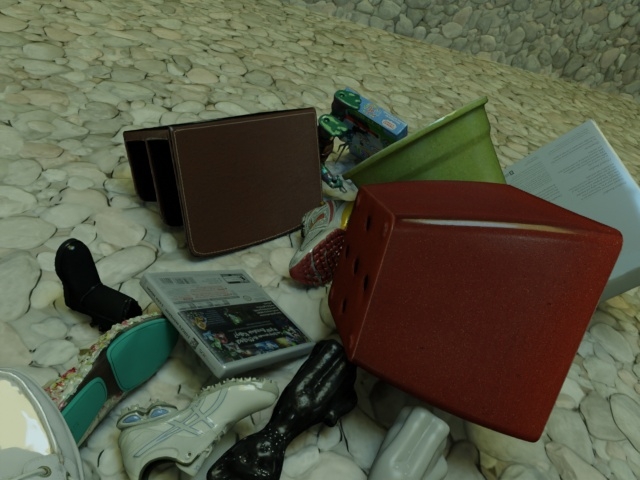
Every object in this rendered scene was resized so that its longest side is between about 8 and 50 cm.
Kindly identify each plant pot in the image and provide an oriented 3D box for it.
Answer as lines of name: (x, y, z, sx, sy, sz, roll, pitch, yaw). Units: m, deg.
plant pot: (0.152, 0.054, 0.666, 0.236, 0.267, 0.267, 12, 15, -11)
plant pot: (0.216, -0.068, 0.901, 0.276, 0.276, 0.253, -32, 96, -48)

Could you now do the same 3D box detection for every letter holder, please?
letter holder: (-0.152, -0.107, 0.912, 0.152, 0.214, 0.302, 9, 22, 44)

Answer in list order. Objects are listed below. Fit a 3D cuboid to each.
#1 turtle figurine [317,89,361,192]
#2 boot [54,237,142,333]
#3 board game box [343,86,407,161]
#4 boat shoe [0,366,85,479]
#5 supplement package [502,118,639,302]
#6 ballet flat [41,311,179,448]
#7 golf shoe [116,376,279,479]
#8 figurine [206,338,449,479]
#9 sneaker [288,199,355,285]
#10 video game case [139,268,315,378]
turtle figurine: (0.016, -0.188, 1.060, 0.118, 0.234, 0.175, 10, 62, -5)
boot: (-0.271, 0.063, 0.638, 0.099, 0.121, 0.045, 24, 38, 15)
board game box: (0.120, -0.222, 1.137, 0.160, 0.211, 0.039, 37, 80, 22)
boat shoe: (-0.229, 0.219, 0.401, 0.098, 0.096, 0.277, -19, 70, -28)
supplement package: (0.483, -0.034, 0.948, 0.198, 0.199, 0.262, 19, 45, -53)
ballet flat: (-0.254, 0.151, 0.566, 0.077, 0.091, 0.241, 6, 27, 21)
golf shoe: (-0.123, 0.204, 0.552, 0.176, 0.069, 0.086, -17, 55, -5)
figurine: (0.018, 0.248, 0.576, 0.215, 0.092, 0.209, 34, 47, 18)
sneaker: (0.000, 0.000, 0.895, 0.093, 0.088, 0.225, 8, 33, 22)
video game case: (-0.117, 0.100, 0.689, 0.173, 0.022, 0.190, 41, 19, 26)
